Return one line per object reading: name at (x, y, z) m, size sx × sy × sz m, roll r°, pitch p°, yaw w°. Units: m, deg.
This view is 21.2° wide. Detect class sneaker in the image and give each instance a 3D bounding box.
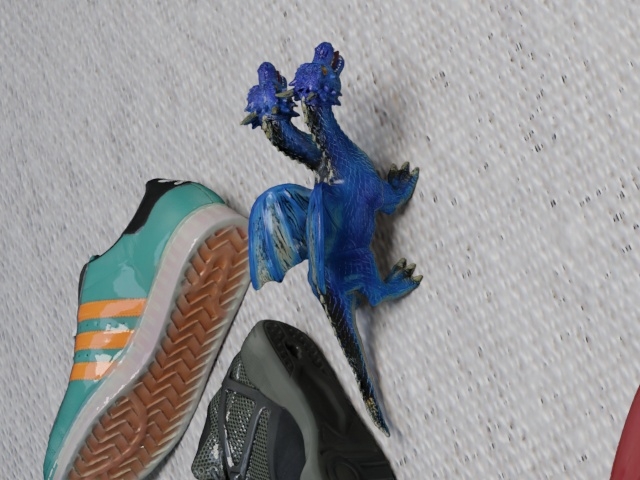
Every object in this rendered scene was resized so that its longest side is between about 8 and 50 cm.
sneaker at (-0.024, 0.183, 1.331) m, size 0.130 × 0.087 × 0.227 m, roll -54°, pitch 48°, yaw 26°
sneaker at (-0.163, 0.087, 1.472) m, size 0.121 × 0.108 × 0.302 m, roll 37°, pitch 101°, yaw 42°

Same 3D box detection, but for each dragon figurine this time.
dragon figurine at (0.000, 0.000, 1.292) m, size 0.085 × 0.144 × 0.289 m, roll 0°, pitch 84°, yaw 45°

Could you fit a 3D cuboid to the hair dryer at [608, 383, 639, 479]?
hair dryer at (0.244, 0.143, 1.025) m, size 0.293 × 0.080 × 0.223 m, roll 134°, pitch 148°, yaw -63°
